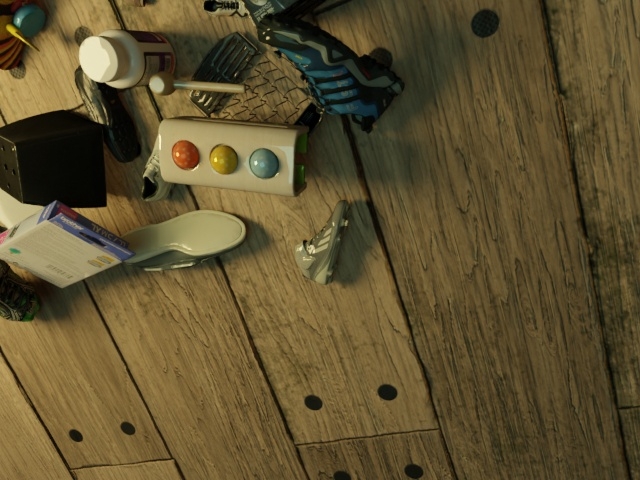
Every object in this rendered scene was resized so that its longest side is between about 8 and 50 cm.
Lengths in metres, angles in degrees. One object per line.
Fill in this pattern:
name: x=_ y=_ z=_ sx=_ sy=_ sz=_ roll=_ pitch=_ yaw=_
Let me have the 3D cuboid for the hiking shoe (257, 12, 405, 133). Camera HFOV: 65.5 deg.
hiking shoe: x=0.014 y=-0.290 z=0.890 sx=0.304 sy=0.113 sz=0.132 roll=17 pitch=117 yaw=-32

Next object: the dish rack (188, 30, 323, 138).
dish rack: x=-0.143 y=-0.278 z=1.021 sx=0.271 sy=0.074 sz=0.208 roll=43 pitch=113 yaw=-4

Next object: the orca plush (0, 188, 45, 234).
orca plush: x=-0.762 y=-0.056 z=1.239 sx=0.287 sy=0.151 sz=0.102 roll=21 pitch=146 yaw=0

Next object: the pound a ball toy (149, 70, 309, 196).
pound a ball toy: x=-0.188 y=-0.203 z=0.950 sx=0.319 sy=0.136 sz=0.208 roll=8 pitch=111 yaw=12

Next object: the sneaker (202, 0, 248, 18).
sneaker: x=-0.180 y=-0.458 z=0.978 sx=0.109 sy=0.044 sz=0.040 roll=0 pitch=108 yaw=12

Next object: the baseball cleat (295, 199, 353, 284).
baseball cleat: x=0.000 y=0.000 z=1.094 sx=0.109 sy=0.072 sz=0.206 roll=18 pitch=110 yaw=13

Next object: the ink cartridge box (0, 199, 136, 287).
ink cartridge box: x=-0.571 y=0.011 z=1.112 sx=0.311 sy=0.065 sz=0.186 roll=-17 pitch=140 yaw=34

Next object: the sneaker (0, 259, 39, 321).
sneaker: x=-0.782 y=0.122 z=1.242 sx=0.146 sy=0.134 sz=0.343 roll=26 pitch=157 yaw=-9

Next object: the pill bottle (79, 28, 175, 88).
pill bottle: x=-0.378 y=-0.358 z=0.980 sx=0.108 sy=0.193 sz=0.108 roll=4 pitch=111 yaw=12

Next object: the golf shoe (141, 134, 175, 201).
golf shoe: x=-0.357 y=-0.164 z=1.108 sx=0.069 sy=0.086 sz=0.176 roll=19 pitch=112 yaw=8

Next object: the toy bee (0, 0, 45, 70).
toy bee: x=-0.663 y=-0.491 z=1.017 sx=0.195 sy=0.162 sz=0.298 roll=21 pitch=114 yaw=7

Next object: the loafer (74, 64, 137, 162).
loafer: x=-0.475 y=-0.279 z=1.104 sx=0.078 sy=0.076 sz=0.223 roll=-6 pitch=112 yaw=32

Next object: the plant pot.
plant pot: x=-0.592 y=-0.169 z=1.079 sx=0.188 sy=0.167 sz=0.187 roll=24 pitch=119 yaw=33

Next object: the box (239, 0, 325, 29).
box: x=-0.040 y=-0.457 z=0.888 sx=0.180 sy=0.147 sz=0.077 roll=-27 pitch=102 yaw=22

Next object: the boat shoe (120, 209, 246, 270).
boat shoe: x=-0.318 y=0.009 z=1.177 sx=0.319 sy=0.116 sz=0.099 roll=-9 pitch=151 yaw=9

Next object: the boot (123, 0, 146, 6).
boot: x=-0.376 y=-0.537 z=1.000 sx=0.087 sy=0.042 sz=0.118 roll=25 pitch=115 yaw=-4
